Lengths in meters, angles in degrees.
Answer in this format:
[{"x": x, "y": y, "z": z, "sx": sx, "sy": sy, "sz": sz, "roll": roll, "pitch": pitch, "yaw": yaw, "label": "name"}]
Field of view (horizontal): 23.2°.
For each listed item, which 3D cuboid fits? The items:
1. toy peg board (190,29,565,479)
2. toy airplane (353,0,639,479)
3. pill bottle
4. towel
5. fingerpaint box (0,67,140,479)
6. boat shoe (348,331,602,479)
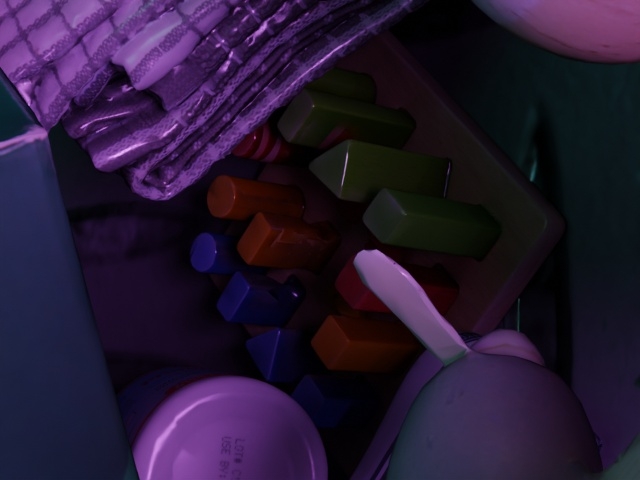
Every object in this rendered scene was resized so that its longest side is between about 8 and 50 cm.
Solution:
[{"x": 0.000, "y": 0.000, "z": 0.716, "sx": 0.160, "sy": 0.079, "sz": 0.161, "roll": -57, "pitch": 48, "yaw": 23, "label": "toy peg board"}, {"x": 0.124, "y": -0.012, "z": 0.323, "sx": 0.272, "sy": 0.384, "sz": 0.386, "roll": 39, "pitch": 85, "yaw": 11, "label": "toy airplane"}, {"x": -0.058, "y": 0.102, "z": 0.722, "sx": 0.160, "sy": 0.087, "sz": 0.087, "roll": 175, "pitch": 101, "yaw": -73, "label": "pill bottle"}, {"x": -0.042, "y": -0.171, "z": 0.699, "sx": 0.284, "sy": 0.121, "sz": 0.235, "roll": -40, "pitch": 47, "yaw": 5, "label": "towel"}, {"x": -0.187, "y": 0.070, "z": 0.650, "sx": 0.445, "sy": 0.163, "sz": 0.371, "roll": -136, "pitch": 31, "yaw": -58, "label": "fingerpaint box"}, {"x": 0.046, "y": 0.135, "z": 0.656, "sx": 0.083, "sy": 0.065, "sz": 0.183, "roll": 39, "pitch": 111, "yaw": 44, "label": "boat shoe"}]
